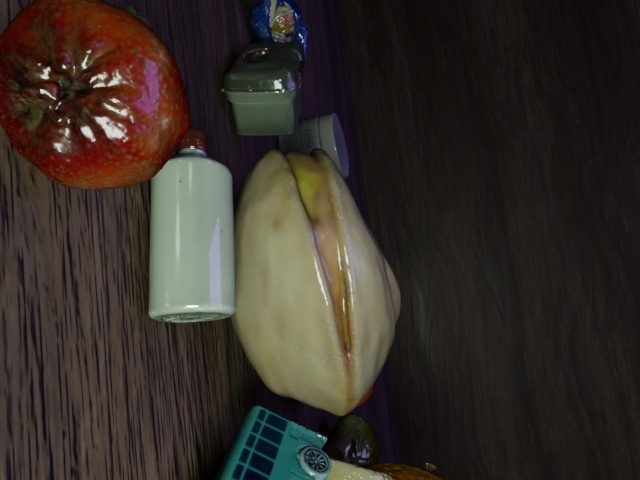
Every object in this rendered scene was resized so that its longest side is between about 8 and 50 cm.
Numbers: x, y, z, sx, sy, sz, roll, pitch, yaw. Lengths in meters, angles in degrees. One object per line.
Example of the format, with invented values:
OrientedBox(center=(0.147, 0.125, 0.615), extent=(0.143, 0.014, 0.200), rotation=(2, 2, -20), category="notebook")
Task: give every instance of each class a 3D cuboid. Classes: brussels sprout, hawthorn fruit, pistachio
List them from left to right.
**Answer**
OrientedBox(center=(-0.197, -0.124, 0.457), extent=(0.194, 0.157, 0.157), rotation=(-171, -108, -84), category="hawthorn fruit")
OrientedBox(center=(-0.015, 0.067, 0.820), extent=(0.365, 0.281, 0.445), rotation=(-145, -136, -72), category="pistachio")
OrientedBox(center=(0.080, 0.533, 1.266), extent=(0.180, 0.144, 0.161), rotation=(-26, 129, -54), category="brussels sprout")

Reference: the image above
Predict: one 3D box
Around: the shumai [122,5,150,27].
OrientedBox(center=(-0.212, -0.214, 0.575), extent=(0.080, 0.083, 0.082), rotation=(38, 80, -45), category="shumai")

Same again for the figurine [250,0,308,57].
OrientedBox(center=(-0.105, -0.497, 1.205), extent=(0.164, 0.120, 0.262), rotation=(-33, 141, -49), category="figurine")

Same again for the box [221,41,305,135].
OrientedBox(center=(-0.105, -0.305, 0.994), extent=(0.210, 0.148, 0.129), rotation=(-83, 172, -51), category="box")

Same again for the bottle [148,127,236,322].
OrientedBox(center=(-0.161, -0.024, 0.628), extent=(0.104, 0.104, 0.245), rotation=(45, 39, -70), category="bottle")

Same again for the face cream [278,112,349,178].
OrientedBox(center=(-0.017, -0.235, 1.320), extent=(0.177, 0.153, 0.177), rotation=(-10, 90, -78), category="face cream")

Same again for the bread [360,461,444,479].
OrientedBox(center=(0.118, 0.608, 0.900), extent=(0.215, 0.398, 0.398), rotation=(-79, 158, -74), category="bread")

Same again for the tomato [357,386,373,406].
OrientedBox(center=(0.015, 0.241, 1.071), extent=(0.260, 0.180, 0.260), rotation=(-9, 90, -81), category="tomato")

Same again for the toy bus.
OrientedBox(center=(-0.084, 0.339, 0.609), extent=(0.128, 0.147, 0.256), rotation=(-63, 179, 20), category="toy bus")

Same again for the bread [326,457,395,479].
OrientedBox(center=(0.034, 0.410, 0.743), extent=(0.148, 0.134, 0.141), rotation=(43, 56, -43), category="bread")
